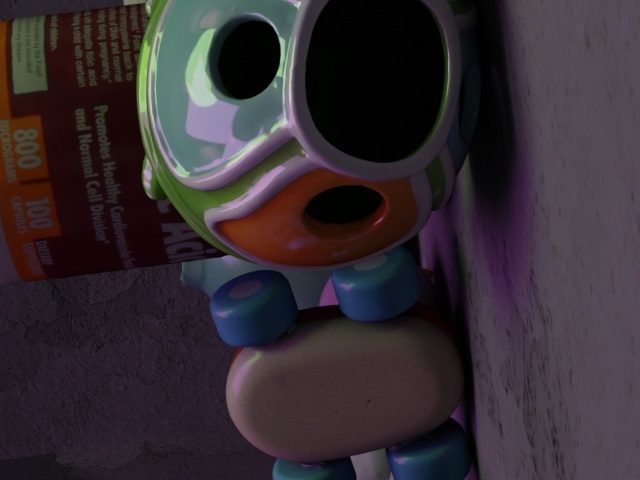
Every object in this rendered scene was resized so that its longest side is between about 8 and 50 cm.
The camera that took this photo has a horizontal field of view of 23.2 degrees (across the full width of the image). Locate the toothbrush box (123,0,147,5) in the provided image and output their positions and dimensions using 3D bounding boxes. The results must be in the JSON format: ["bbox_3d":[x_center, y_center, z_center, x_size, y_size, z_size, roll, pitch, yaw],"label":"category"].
[{"bbox_3d":[-0.106,-0.255,2.057,0.206,0.283,0.122,90,172,-70],"label":"toothbrush box"}]

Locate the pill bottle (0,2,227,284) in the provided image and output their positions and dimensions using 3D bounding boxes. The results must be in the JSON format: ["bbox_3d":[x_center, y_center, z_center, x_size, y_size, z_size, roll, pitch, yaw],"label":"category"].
[{"bbox_3d":[-0.097,-0.095,1.319,0.224,0.392,0.224,172,90,-87],"label":"pill bottle"}]

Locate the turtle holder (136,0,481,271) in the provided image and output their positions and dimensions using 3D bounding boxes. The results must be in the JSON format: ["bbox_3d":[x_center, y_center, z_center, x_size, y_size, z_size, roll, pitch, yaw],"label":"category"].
[{"bbox_3d":[0.016,-0.135,1.084,0.320,0.243,0.227,-59,16,-10],"label":"turtle holder"}]

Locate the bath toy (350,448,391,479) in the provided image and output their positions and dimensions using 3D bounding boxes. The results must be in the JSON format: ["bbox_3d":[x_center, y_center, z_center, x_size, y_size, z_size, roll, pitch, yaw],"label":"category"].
[{"bbox_3d":[0.042,0.234,1.812,0.348,0.151,0.129,-136,66,-81],"label":"bath toy"}]

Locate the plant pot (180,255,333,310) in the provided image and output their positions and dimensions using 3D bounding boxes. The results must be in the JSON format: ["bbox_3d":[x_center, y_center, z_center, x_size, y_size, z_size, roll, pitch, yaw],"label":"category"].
[{"bbox_3d":[-0.045,-0.023,1.691,0.293,0.196,0.293,6,-90,-90],"label":"plant pot"}]

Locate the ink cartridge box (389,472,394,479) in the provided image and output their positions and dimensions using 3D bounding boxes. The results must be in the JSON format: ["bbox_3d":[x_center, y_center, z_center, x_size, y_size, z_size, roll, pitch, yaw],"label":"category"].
[{"bbox_3d":[0.117,0.408,1.569,0.330,0.071,0.324,93,168,-65],"label":"ink cartridge box"}]

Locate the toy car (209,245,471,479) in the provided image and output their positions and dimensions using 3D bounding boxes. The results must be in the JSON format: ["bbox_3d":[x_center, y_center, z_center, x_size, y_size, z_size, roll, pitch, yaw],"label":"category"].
[{"bbox_3d":[0.029,0.086,1.421,0.238,0.210,0.219,-77,-29,-63],"label":"toy car"}]
